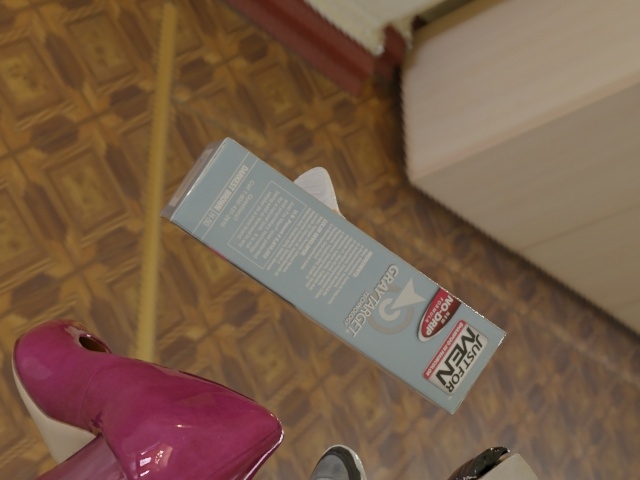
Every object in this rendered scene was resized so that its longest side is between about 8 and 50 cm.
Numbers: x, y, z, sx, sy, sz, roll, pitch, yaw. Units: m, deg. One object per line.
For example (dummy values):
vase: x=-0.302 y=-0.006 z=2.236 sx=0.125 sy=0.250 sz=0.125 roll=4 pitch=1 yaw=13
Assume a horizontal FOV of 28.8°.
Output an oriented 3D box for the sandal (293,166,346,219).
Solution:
sandal: x=0.009 y=-0.005 z=1.874 sx=0.076 sy=0.102 sz=0.265 roll=45 pitch=28 yaw=-35

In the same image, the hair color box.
hair color box: x=0.007 y=0.037 z=1.403 sx=0.374 sy=0.185 sz=0.114 roll=35 pitch=86 yaw=-10

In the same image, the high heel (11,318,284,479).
high heel: x=-0.133 y=0.123 z=0.953 sx=0.127 sy=0.181 sz=0.377 roll=65 pitch=-3 yaw=-24

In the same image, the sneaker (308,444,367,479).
sneaker: x=-0.019 y=0.398 z=1.789 sx=0.153 sy=0.101 sz=0.269 roll=52 pitch=48 yaw=-45

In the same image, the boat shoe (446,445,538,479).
boat shoe: x=0.283 y=0.449 z=1.724 sx=0.127 sy=0.158 sz=0.340 roll=-27 pitch=84 yaw=-35
